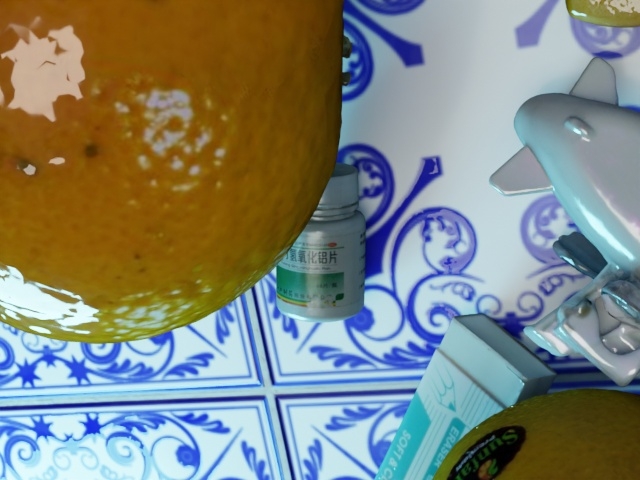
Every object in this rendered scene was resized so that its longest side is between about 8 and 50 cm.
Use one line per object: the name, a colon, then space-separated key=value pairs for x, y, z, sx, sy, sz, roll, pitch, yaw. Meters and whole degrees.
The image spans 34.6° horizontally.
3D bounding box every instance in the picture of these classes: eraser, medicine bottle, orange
eraser: x=0.117 y=0.183 z=0.912 sx=0.095 sy=0.052 sz=0.225 roll=41 pitch=119 yaw=38
medicine bottle: x=0.000 y=0.000 z=0.903 sx=0.080 sy=0.080 sz=0.130 roll=6 pitch=108 yaw=19
orange: x=-0.138 y=-0.136 z=0.747 sx=0.326 sy=0.424 sz=0.424 roll=3 pitch=109 yaw=-14
orange: x=0.201 y=0.237 z=0.743 sx=0.274 sy=0.274 sz=0.274 roll=6 pitch=107 yaw=19

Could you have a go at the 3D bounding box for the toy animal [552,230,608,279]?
toy animal: x=0.348 y=0.132 z=0.810 sx=0.206 sy=0.081 sz=0.367 roll=-24 pitch=92 yaw=23

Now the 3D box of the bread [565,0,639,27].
bread: x=0.231 y=-0.258 z=0.742 sx=0.116 sy=0.077 sz=0.200 roll=-1 pitch=107 yaw=20

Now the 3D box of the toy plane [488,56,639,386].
toy plane: x=0.251 y=-0.020 z=0.759 sx=0.267 sy=0.122 sz=0.267 roll=-3 pitch=77 yaw=13
